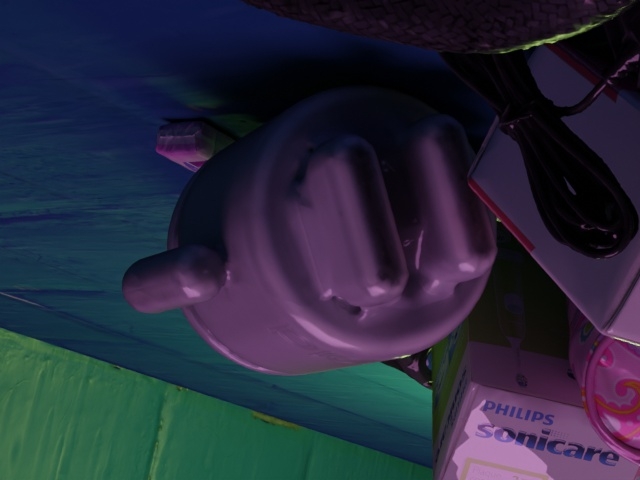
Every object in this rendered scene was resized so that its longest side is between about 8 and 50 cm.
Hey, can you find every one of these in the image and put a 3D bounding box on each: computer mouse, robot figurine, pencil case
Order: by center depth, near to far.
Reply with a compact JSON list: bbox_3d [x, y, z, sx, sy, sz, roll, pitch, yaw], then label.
[{"bbox_3d":[0.158,-0.135,0.680,0.060,0.184,0.262,-6,143,-43],"label":"computer mouse"},{"bbox_3d":[0.243,0.058,1.122,0.124,0.124,0.284,11,-161,4],"label":"pencil case"},{"bbox_3d":[0.000,0.000,1.171,0.300,0.200,0.353,-10,176,-23],"label":"robot figurine"}]

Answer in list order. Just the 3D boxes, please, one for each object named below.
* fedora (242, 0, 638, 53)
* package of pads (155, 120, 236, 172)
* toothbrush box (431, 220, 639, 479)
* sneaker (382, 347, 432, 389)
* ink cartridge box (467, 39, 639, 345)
[{"bbox_3d":[0.039,-0.162,0.521,0.334,0.152,0.334,14,161,5],"label":"fedora"},{"bbox_3d":[-0.097,-0.076,1.309,0.050,0.032,0.083,3,164,38],"label":"package of pads"},{"bbox_3d":[0.207,0.110,1.301,0.206,0.122,0.283,13,-153,-4],"label":"toothbrush box"},{"bbox_3d":[0.067,0.069,1.664,0.341,0.125,0.139,20,-168,-41],"label":"sneaker"},{"bbox_3d":[0.263,-0.002,0.944,0.283,0.117,0.207,18,-161,-26],"label":"ink cartridge box"}]
